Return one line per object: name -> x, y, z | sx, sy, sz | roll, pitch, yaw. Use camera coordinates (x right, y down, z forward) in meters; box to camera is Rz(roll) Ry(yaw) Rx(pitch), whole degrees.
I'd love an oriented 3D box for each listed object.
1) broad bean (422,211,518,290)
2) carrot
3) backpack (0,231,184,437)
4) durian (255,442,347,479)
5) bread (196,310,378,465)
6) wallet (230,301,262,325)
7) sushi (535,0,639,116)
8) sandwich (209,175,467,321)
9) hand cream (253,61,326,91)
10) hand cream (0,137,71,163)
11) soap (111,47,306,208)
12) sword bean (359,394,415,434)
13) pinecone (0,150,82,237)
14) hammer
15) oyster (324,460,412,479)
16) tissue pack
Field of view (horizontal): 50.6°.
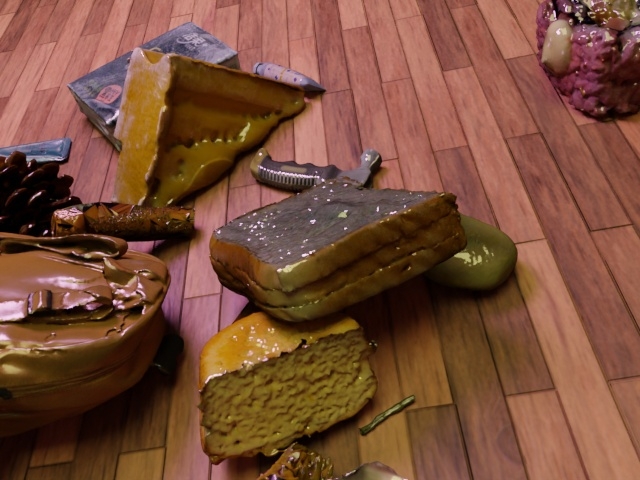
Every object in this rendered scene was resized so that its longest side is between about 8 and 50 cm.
broad bean -> 0.190, 0.008, 0.973 | 0.124, 0.082, 0.174 | -41, 50, -21
carrot -> -0.312, -0.027, 1.093 | 0.228, 0.069, 0.069 | -2, 35, -34
backpack -> -0.387, 0.124, 0.916 | 0.377, 0.201, 0.354 | 0, 32, 6
durian -> -0.103, 0.344, 0.692 | 0.341, 0.112, 0.191 | -27, 43, -16
bread -> -0.053, 0.158, 0.833 | 0.228, 0.143, 0.139 | -15, 31, -18
wallet -> -0.080, 0.117, 0.974 | 0.095, 0.026, 0.176 | 20, 54, 28
sushi -> 0.500, -0.352, 1.191 | 0.236, 0.171, 0.270 | -13, 49, 2
sandwich -> 0.000, 0.000, 0.925 | 0.271, 0.099, 0.301 | -21, 19, -24
hand cream -> -0.071, -0.339, 1.416 | 0.170, 0.043, 0.065 | 26, 16, 33
hand cream -> -0.631, -0.172, 1.401 | 0.224, 0.048, 0.083 | -10, 41, -3
soap -> -0.208, -0.181, 1.298 | 0.338, 0.305, 0.169 | 1, 19, -47
sword bean -> 0.083, 0.216, 0.843 | 0.083, 0.012, 0.012 | -30, 46, -14
pinecone -> -0.479, -0.034, 1.118 | 0.207, 0.208, 0.208 | -7, 44, 7
hammer -> -0.021, -0.111, 1.177 | 0.226, 0.041, 0.159 | 13, 49, 25
oyster -> 0.078, 0.336, 0.635 | 0.275, 0.100, 0.271 | -36, 75, -4
tissue pack -> -0.347, -0.333, 1.438 | 0.315, 0.103, 0.228 | -34, 49, -19
